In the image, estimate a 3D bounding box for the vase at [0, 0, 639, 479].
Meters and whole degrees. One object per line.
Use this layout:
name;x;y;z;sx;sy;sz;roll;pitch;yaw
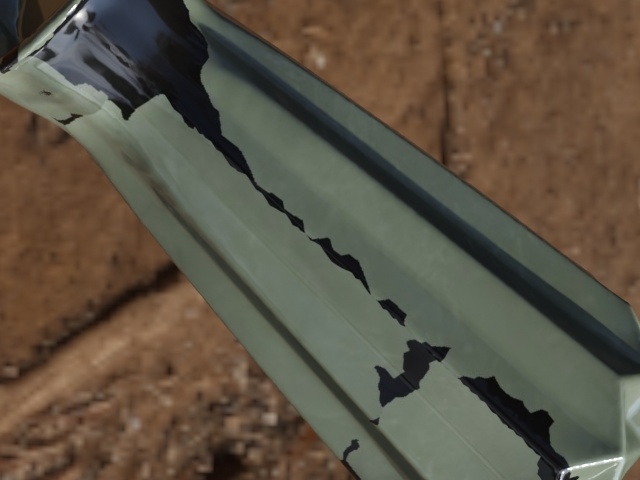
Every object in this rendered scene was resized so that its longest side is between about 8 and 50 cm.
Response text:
vase;0.000;0.000;0.927;0.360;0.165;0.165;42;53;-24
